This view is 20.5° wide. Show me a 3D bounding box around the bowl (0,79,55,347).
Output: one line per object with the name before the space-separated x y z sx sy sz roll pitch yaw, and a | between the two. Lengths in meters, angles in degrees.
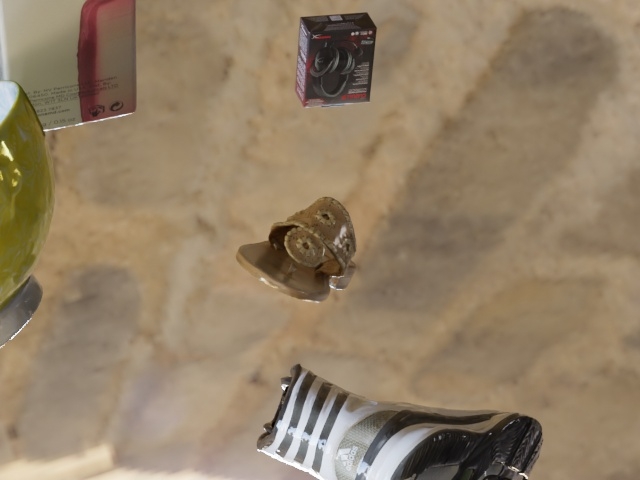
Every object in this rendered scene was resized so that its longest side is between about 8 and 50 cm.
bowl | -0.318 0.017 1.448 0.289 0.156 0.289 -30 22 14

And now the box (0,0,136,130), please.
box | -0.243 -0.231 1.614 0.126 0.149 0.232 -11 -33 -14

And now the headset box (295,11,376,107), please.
headset box | 0.013 -0.153 1.539 0.062 0.032 0.083 -5 -55 -15

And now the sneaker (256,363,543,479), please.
sneaker | 0.090 0.226 2.106 0.447 0.257 0.169 19 -83 -62

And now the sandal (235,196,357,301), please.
sandal | -0.006 -0.003 1.553 0.079 0.088 0.240 -62 -11 7
